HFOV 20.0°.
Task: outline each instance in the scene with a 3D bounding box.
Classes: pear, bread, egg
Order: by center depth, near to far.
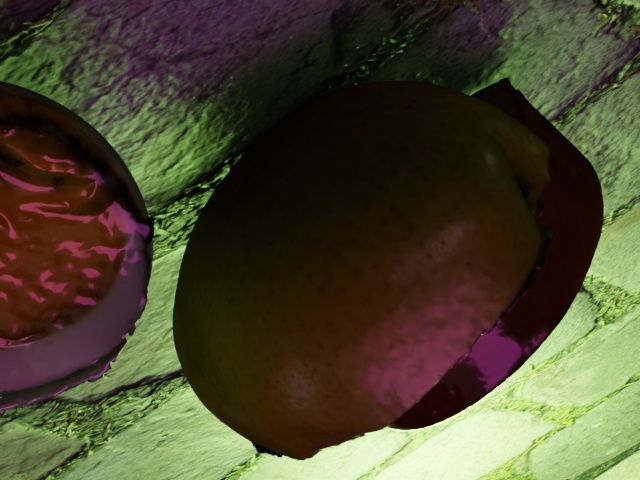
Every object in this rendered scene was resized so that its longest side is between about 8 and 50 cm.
[{"bbox_3d":[-0.265,-0.024,1.332,0.264,0.174,0.286,-38,130,18],"label":"egg"},{"bbox_3d":[0.000,0.000,1.549,0.191,0.340,0.386,39,127,-22],"label":"pear"},{"bbox_3d":[0.110,0.026,1.690,0.114,0.295,0.327,35,122,-25],"label":"bread"}]
